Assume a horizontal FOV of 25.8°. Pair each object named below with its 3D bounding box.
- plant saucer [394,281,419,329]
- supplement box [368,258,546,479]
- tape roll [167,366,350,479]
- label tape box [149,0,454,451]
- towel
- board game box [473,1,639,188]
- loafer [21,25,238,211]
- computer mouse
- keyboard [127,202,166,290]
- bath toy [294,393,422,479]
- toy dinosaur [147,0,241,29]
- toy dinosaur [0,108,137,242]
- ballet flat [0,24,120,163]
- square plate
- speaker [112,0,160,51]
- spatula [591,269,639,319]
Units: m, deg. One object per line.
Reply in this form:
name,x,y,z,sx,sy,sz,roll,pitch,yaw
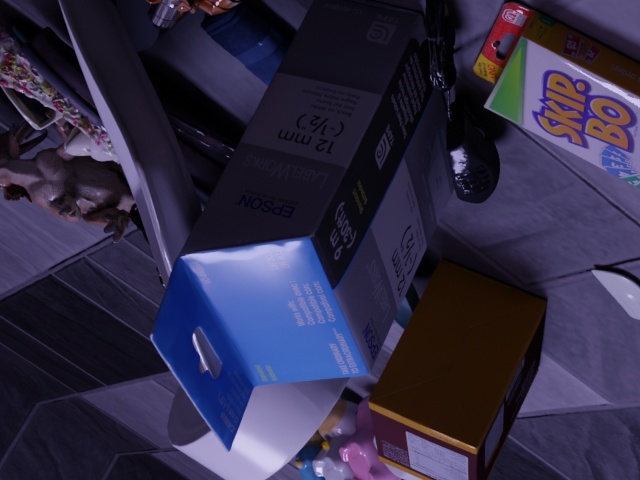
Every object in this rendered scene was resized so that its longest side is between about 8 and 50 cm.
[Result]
plant saucer,0.083,0.050,1.605,0.119,0.021,0.119,55,166,20
supplement box,0.158,0.163,1.584,0.129,0.191,0.194,22,156,17
tape roll,-0.068,0.158,1.723,0.100,0.286,0.286,35,157,-18
label tape box,0.000,0.000,1.220,0.115,0.348,0.249,14,153,22
towel,-0.053,-0.181,1.317,0.119,0.029,0.067,40,156,-22
board game box,0.247,-0.098,1.137,0.259,0.039,0.124,30,157,4
loafer,-0.181,-0.139,1.515,0.302,0.095,0.109,41,-174,-15
computer mouse,0.126,-0.118,1.209,0.041,0.071,0.242,-2,144,14
keyboard,-0.126,0.025,1.559,0.201,0.033,0.317,22,-160,-36
bath toy,0.085,0.292,2.040,0.348,0.129,0.151,-29,82,59
toy dinosaur,-0.062,-0.227,0.966,0.164,0.218,0.322,23,-156,-25
toy dinosaur,-0.302,-0.071,1.741,0.295,0.127,0.200,25,168,-24
ballet flat,-0.287,-0.147,1.593,0.241,0.077,0.091,40,-175,-16
square plate,-0.155,-0.060,1.282,0.344,0.049,0.347,76,170,-46
speaker,-0.180,-0.235,1.322,0.055,0.055,0.136,27,158,6
spatula,0.397,0.104,1.405,0.168,0.019,0.242,-1,143,49
